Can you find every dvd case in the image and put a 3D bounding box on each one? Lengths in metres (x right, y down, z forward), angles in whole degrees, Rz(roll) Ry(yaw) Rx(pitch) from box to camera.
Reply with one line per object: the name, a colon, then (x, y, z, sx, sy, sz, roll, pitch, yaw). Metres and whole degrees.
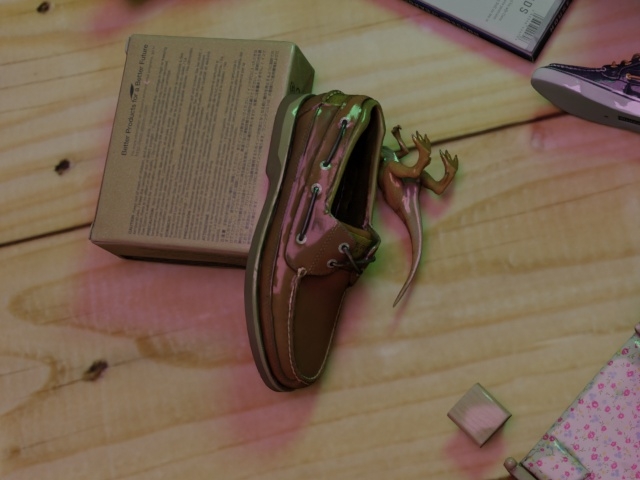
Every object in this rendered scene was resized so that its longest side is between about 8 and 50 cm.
dvd case: (0.168, -0.315, 1.644, 0.238, 0.029, 0.179, 30, 85, 20)

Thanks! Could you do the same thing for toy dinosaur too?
toy dinosaur: (0.088, -0.049, 1.588, 0.112, 0.064, 0.211, -40, 62, 30)

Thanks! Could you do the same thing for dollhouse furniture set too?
dollhouse furniture set: (0.331, 0.157, 1.391, 0.355, 0.174, 0.303, 42, 89, 21)

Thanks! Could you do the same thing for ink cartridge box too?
ink cartridge box: (-0.122, -0.092, 1.632, 0.193, 0.088, 0.235, 5, 77, 18)

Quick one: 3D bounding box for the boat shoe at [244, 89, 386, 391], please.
boat shoe: (0.000, 0.000, 1.540, 0.104, 0.110, 0.307, 2, 86, 30)

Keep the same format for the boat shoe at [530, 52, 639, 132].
boat shoe: (0.308, -0.159, 1.547, 0.183, 0.065, 0.083, 20, 77, 13)
